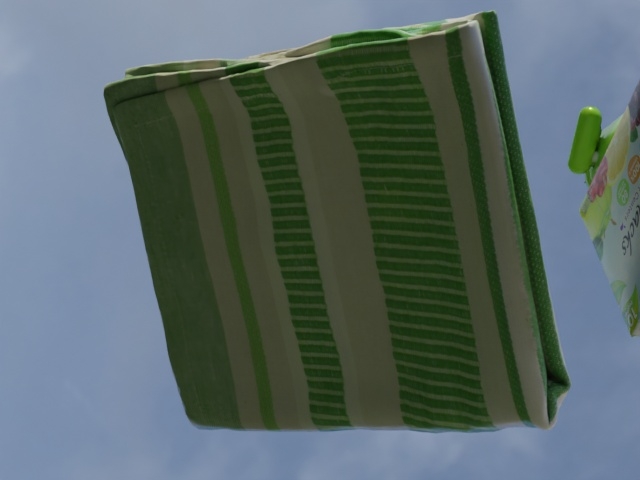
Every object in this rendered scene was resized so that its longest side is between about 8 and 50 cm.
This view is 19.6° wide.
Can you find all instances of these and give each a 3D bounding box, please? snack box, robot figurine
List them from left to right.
[{"bbox_3d":[0.210,-0.052,1.187,0.115,0.101,0.067,132,-37,-70],"label":"robot figurine"},{"bbox_3d":[0.191,-0.030,1.002,0.141,0.037,0.100,107,-25,-43],"label":"snack box"}]

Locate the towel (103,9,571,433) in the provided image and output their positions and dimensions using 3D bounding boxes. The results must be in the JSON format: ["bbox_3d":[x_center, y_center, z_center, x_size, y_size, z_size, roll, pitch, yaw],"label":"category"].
[{"bbox_3d":[0.000,0.000,1.116,0.325,0.038,0.248,-5,-79,46],"label":"towel"}]
